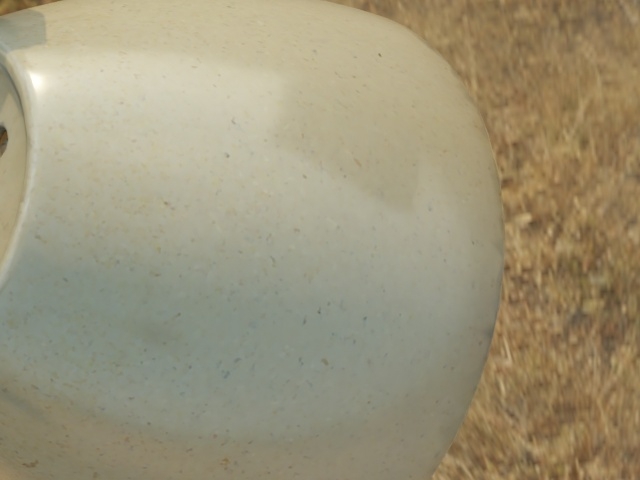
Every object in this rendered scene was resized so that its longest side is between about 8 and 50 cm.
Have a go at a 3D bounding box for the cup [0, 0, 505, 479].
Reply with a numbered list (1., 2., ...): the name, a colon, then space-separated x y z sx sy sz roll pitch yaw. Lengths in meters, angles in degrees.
1. cup: -0.107 0.005 0.965 0.331 0.237 0.331 -16 67 42
